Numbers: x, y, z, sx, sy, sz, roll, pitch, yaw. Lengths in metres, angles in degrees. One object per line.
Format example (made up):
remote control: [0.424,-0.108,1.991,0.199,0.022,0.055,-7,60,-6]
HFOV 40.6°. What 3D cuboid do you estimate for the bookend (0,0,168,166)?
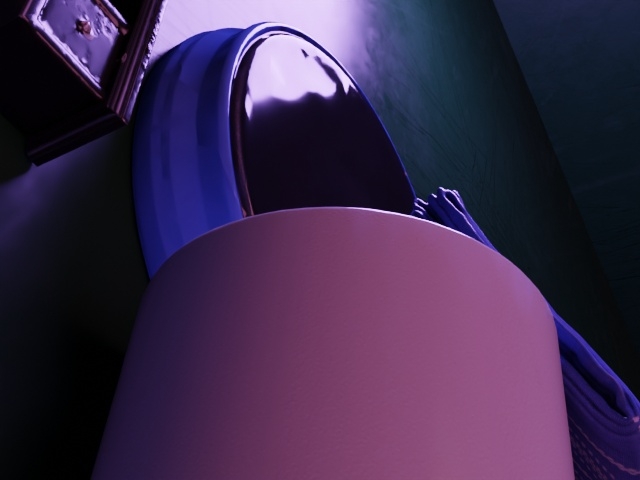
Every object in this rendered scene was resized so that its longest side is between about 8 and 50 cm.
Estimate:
bookend: [-0.170,-0.157,0.495,0.157,0.072,0.156,49,33,-38]

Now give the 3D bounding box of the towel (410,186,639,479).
towel: [0.174,0.132,0.663,0.243,0.040,0.336,54,-6,44]

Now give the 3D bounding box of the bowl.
bowl: [0.000,0.000,0.728,0.391,0.077,0.391,44,36,-44]

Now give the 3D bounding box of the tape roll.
tape roll: [0.007,0.124,0.454,0.246,0.246,0.169,50,33,-38]
